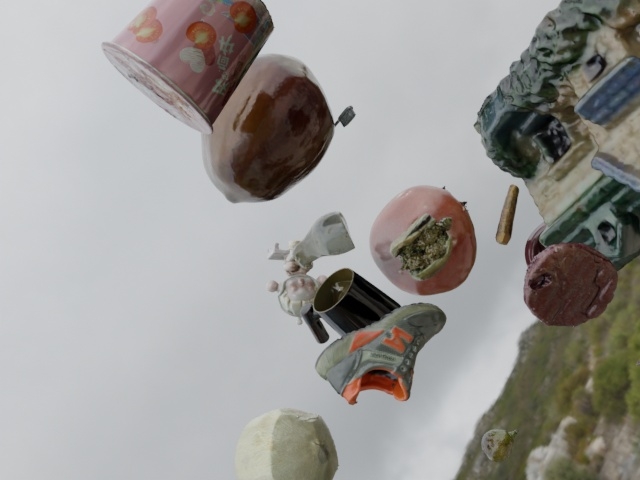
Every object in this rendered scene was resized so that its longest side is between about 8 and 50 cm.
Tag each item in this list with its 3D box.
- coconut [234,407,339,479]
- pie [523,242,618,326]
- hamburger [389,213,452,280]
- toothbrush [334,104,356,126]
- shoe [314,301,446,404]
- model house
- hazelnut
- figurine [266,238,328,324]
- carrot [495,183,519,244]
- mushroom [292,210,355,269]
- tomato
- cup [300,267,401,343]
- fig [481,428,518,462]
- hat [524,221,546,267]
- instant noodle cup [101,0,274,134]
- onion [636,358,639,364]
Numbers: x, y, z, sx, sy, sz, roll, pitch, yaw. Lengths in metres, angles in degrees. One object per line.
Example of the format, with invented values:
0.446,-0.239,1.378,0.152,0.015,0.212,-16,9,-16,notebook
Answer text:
-0.074,0.535,1.705,0.245,0.247,0.244,27,-128,-41,coconut
0.397,0.071,1.108,0.038,0.154,0.153,-114,45,-72,pie
0.270,0.012,1.753,0.185,0.131,0.159,-47,2,1,hamburger
-0.006,-0.236,1.796,0.024,0.029,0.354,-14,-19,-37,toothbrush
0.166,0.260,1.509,0.337,0.171,0.132,-21,-32,-24,shoe
0.530,-0.148,1.128,0.395,0.399,0.445,-4,-27,-27,model house
-0.128,-0.266,1.644,0.366,0.366,0.365,-45,-29,-34,hazelnut
-0.083,0.133,2.166,0.182,0.145,0.256,11,-112,-41,figurine
0.507,-0.070,1.865,0.042,0.042,0.170,53,-129,-64,carrot
0.000,0.000,1.818,0.225,0.116,0.093,-24,-7,37,mushroom
0.315,0.008,2.121,0.273,0.341,0.341,-32,-36,-27,tomato
0.064,0.201,1.764,0.239,0.166,0.177,-44,-65,12,cup
0.447,0.499,1.706,0.098,0.082,0.084,-32,-34,-1,fig
0.647,0.032,1.824,0.089,0.206,0.205,19,-82,-61,hat
-0.223,-0.352,1.244,0.231,0.243,0.243,-53,-25,-8,instant noodle cup
0.932,0.373,1.608,0.159,0.349,0.267,-32,-23,-55,onion
